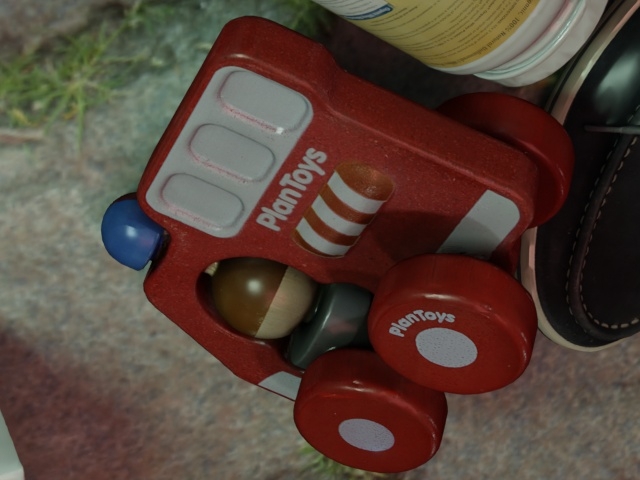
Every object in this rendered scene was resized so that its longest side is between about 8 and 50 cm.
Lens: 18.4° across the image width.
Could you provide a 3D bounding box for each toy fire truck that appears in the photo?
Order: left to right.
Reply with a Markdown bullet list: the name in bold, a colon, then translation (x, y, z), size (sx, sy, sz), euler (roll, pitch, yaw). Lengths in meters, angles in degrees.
- **toy fire truck**: translation (0.000, 0.000, 1.242), size (0.254, 0.169, 0.302), euler (26, 143, -10)

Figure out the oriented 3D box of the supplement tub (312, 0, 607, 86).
- **supplement tub**: translation (0.064, -0.185, 1.168), size (0.199, 0.144, 0.144), euler (25, 109, -35)

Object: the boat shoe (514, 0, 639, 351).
- **boat shoe**: translation (0.299, -0.117, 1.322), size (0.186, 0.156, 0.500), euler (20, 113, -36)

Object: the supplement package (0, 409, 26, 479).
- **supplement package**: translation (-0.278, 0.226, 1.268), size (0.177, 0.175, 0.293), euler (-13, 126, -16)
